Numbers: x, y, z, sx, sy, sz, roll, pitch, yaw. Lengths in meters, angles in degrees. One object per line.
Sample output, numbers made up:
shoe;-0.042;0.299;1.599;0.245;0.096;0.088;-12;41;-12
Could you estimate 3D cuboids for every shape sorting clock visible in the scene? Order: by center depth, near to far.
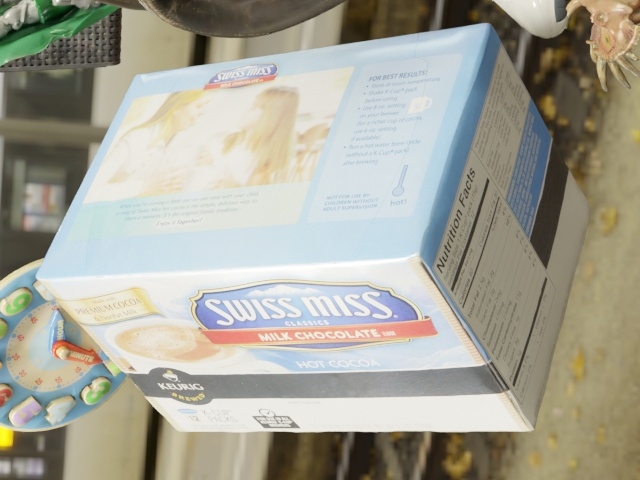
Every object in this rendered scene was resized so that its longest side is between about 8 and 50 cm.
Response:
shape sorting clock;-0.273;0.109;1.499;0.040;0.206;0.206;33;123;46

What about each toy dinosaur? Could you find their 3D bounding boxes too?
toy dinosaur;0.395;-0.183;1.589;0.127;0.200;0.295;-78;-36;-83

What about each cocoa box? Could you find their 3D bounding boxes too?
cocoa box;0.000;0.000;1.159;0.228;0.347;0.231;54;-136;-41

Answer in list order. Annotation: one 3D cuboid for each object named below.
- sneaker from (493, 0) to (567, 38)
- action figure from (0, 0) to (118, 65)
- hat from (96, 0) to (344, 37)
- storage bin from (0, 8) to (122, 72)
sneaker;0.100;-0.243;1.262;0.235;0.153;0.094;60;172;21
action figure;-0.261;-0.238;1.392;0.137;0.232;0.063;52;155;28
hat;-0.034;-0.215;0.910;0.331;0.331;0.134;109;144;-54
storage bin;-0.320;-0.241;1.603;0.122;0.180;0.084;31;121;52
